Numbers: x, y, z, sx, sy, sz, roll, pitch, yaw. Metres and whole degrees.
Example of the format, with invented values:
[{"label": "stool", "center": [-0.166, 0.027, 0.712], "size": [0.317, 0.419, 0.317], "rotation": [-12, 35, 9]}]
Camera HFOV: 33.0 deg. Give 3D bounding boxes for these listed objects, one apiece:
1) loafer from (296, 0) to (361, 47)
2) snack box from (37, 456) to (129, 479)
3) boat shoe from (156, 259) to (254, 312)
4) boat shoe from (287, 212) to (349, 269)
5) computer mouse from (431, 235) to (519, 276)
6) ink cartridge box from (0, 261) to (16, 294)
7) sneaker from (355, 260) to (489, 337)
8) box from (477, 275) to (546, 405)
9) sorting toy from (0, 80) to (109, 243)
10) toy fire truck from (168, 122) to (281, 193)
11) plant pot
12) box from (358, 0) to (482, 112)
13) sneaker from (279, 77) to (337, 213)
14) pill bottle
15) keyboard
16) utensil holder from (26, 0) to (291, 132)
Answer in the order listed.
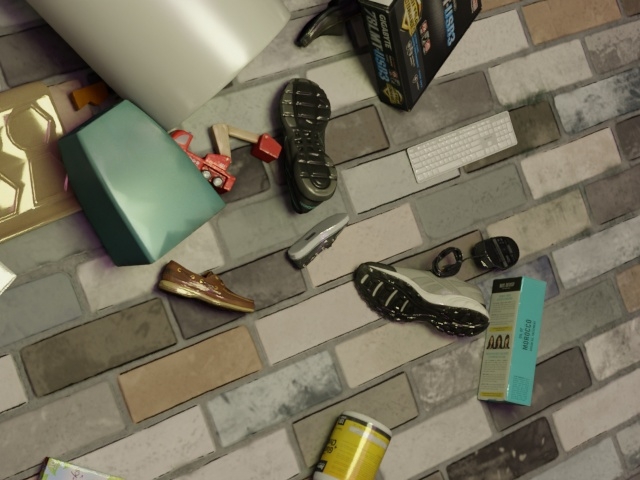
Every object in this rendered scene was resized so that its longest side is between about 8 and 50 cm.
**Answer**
[{"label": "loafer", "center": [0.024, -0.412, 2.039], "size": [0.170, 0.062, 0.061], "rotation": [-45, 106, -21]}, {"label": "snack box", "center": [-0.393, 0.419, 1.757], "size": [0.141, 0.037, 0.100], "rotation": [22, 74, -20]}, {"label": "boat shoe", "center": [-0.192, 0.083, 1.876], "size": [0.178, 0.064, 0.060], "rotation": [20, 78, -19]}, {"label": "boat shoe", "center": [0.000, 0.000, 1.988], "size": [0.142, 0.049, 0.040], "rotation": [-37, 118, -22]}, {"label": "computer mouse", "center": [0.298, 0.038, 2.095], "size": [0.242, 0.041, 0.071], "rotation": [-10, 73, -39]}, {"label": "ink cartridge box", "center": [-0.539, 0.051, 1.682], "size": [0.099, 0.135, 0.056], "rotation": [44, 65, -14]}, {"label": "sneaker", "center": [0.190, 0.097, 2.045], "size": [0.272, 0.100, 0.108], "rotation": [20, 43, -15]}, {"label": "box", "center": [0.372, 0.195, 2.102], "size": [0.060, 0.100, 0.244], "rotation": [15, 78, -24]}, {"label": "sorting toy", "center": [-0.471, -0.144, 1.795], "size": [0.307, 0.041, 0.229], "rotation": [-26, 98, -31]}, {"label": "toy fire truck", "center": [-0.179, -0.159, 1.921], "size": [0.192, 0.047, 0.135], "rotation": [30, 72, -18]}, {"label": "plant pot", "center": [-0.310, -0.099, 1.769], "size": [0.166, 0.165, 0.234], "rotation": [-41, 108, -26]}, {"label": "box", "center": [0.194, -0.440, 2.014], "size": [0.073, 0.295, 0.293], "rotation": [26, 67, 26]}, {"label": "sneaker", "center": [-0.037, -0.173, 1.967], "size": [0.101, 0.106, 0.267], "rotation": [6, 61, -19]}, {"label": "pill bottle", "center": [0.049, 0.404, 1.925], "size": [0.103, 0.103, 0.184], "rotation": [31, 71, -18]}, {"label": "keyboard", "center": [0.285, -0.188, 2.156], "size": [0.256, 0.014, 0.072], "rotation": [-22, 93, -25]}, {"label": "utensil holder", "center": [-0.286, -0.410, 1.755], "size": [0.385, 0.328, 0.327], "rotation": [48, 68, -15]}]
